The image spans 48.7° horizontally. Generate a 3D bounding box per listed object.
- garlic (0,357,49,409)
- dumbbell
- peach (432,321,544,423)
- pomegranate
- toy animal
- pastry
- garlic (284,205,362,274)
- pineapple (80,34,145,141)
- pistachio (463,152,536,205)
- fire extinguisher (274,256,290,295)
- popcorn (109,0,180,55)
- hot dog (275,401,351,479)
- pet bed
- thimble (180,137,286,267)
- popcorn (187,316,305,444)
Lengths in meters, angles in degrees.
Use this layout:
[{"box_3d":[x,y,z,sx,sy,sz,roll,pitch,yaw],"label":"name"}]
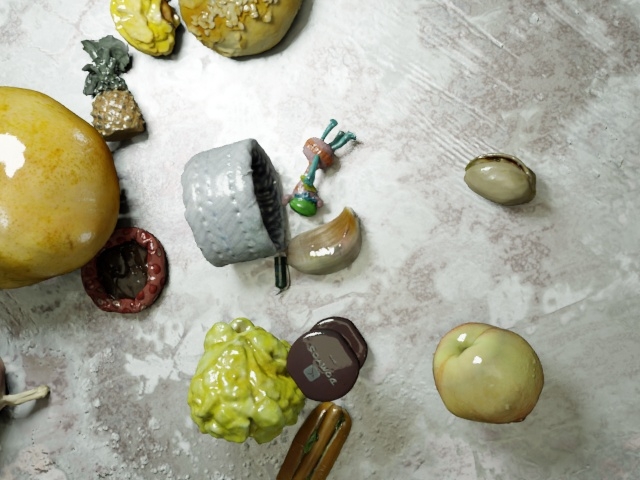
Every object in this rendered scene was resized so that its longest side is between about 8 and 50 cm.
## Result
[{"box_3d":[-0.715,0.333,1.516,0.253,0.245,0.244,8,90,-27],"label":"garlic"},{"box_3d":[0.019,0.231,1.408,0.124,0.225,0.140,-37,85,7],"label":"dumbbell"},{"box_3d":[0.333,0.275,1.387,0.233,0.232,0.232,0,89,6],"label":"peach"},{"box_3d":[-0.618,-0.100,1.402,0.417,0.416,0.416,0,89,6],"label":"pomegranate"},{"box_3d":[-0.006,-0.152,1.478,0.100,0.103,0.208,31,89,-3],"label":"toy animal"},{"box_3d":[-0.178,-0.549,1.457,0.285,0.184,0.315,-7,88,5],"label":"pastry"},{"box_3d":[-0.006,0.011,1.494,0.198,0.090,0.128,-20,72,12],"label":"garlic"},{"box_3d":[-0.454,-0.333,1.530,0.111,0.119,0.237,-24,80,50],"label":"pineapple"},{"box_3d":[0.366,-0.124,1.442,0.149,0.113,0.113,19,91,21],"label":"pistachio"},{"box_3d":[-0.083,0.076,1.521,0.038,0.025,0.083,-1,89,-17],"label":"fire extinguisher"},{"box_3d":[-0.372,-0.470,1.493,0.152,0.167,0.148,-19,50,20],"label":"popcorn"},{"box_3d":[-0.019,0.454,1.489,0.100,0.068,0.249,27,93,5],"label":"hot dog"},{"box_3d":[-0.429,0.066,1.545,0.201,0.053,0.201,0,92,11],"label":"pet bed"},{"box_3d":[-0.175,-0.073,1.441,0.157,0.217,0.245,-13,99,14],"label":"thimble"},{"box_3d":[-0.147,0.287,1.414,0.242,0.250,0.234,27,100,7],"label":"popcorn"}]
